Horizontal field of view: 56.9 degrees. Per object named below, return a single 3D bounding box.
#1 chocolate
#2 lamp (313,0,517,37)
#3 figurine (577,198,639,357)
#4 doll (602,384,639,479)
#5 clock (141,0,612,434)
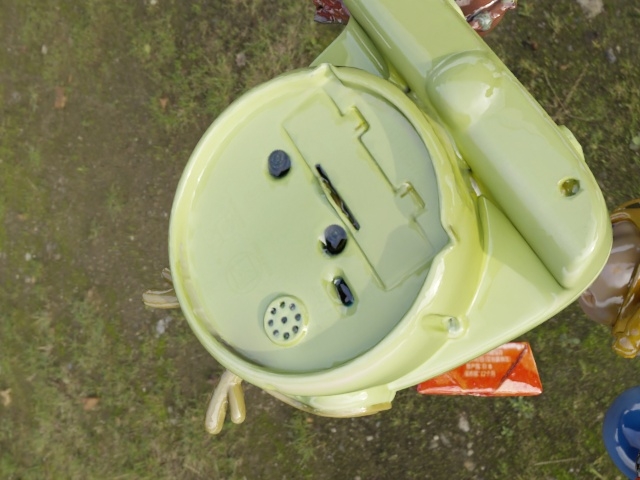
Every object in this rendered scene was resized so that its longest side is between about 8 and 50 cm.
[{"bbox_3d":[0.300,0.258,1.207,0.235,0.237,0.107,-1,81,5],"label":"chocolate"},{"bbox_3d":[0.104,-0.284,0.635,0.223,0.151,0.215,-20,54,0],"label":"lamp"},{"bbox_3d":[0.597,0.100,0.931,0.268,0.401,0.387,-56,24,35],"label":"figurine"},{"bbox_3d":[0.738,0.441,1.253,0.240,0.310,0.284,9,108,14],"label":"doll"},{"bbox_3d":[0.000,0.000,0.387,0.308,0.096,0.235,-39,67,17],"label":"clock"}]
